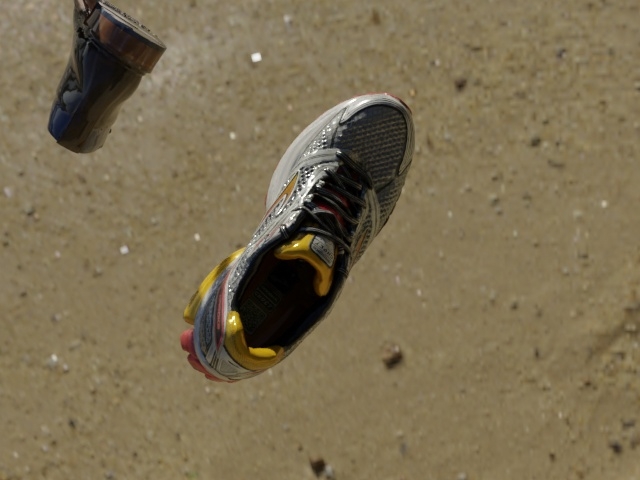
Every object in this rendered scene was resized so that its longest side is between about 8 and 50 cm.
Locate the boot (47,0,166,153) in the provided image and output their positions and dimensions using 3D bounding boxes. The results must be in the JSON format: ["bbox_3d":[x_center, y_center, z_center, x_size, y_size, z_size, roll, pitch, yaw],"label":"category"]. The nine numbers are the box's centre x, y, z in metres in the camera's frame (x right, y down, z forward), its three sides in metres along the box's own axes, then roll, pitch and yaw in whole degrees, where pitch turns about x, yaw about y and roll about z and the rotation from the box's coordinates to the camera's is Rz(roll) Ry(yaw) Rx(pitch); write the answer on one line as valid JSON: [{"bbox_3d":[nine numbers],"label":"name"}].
[{"bbox_3d":[-0.188,-0.139,1.135,0.106,0.082,0.219,-57,16,6],"label":"boot"}]

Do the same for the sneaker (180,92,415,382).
[{"bbox_3d":[0.000,0.000,0.922,0.225,0.088,0.092,-59,17,-13],"label":"sneaker"}]
